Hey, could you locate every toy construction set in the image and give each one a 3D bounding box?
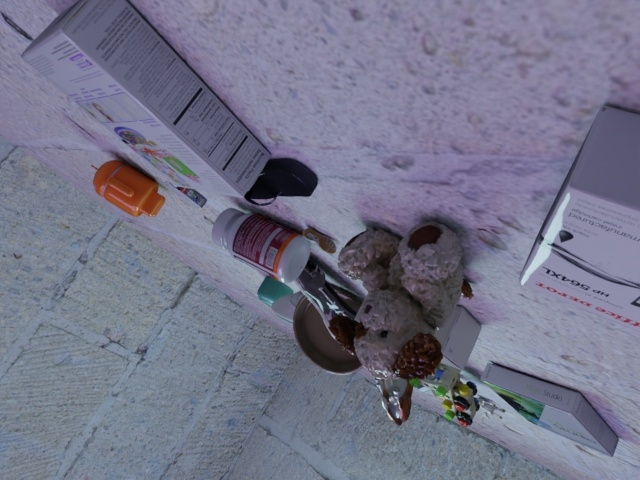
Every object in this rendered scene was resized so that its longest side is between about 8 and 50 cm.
[{"bbox_3d":[0.388,0.464,1.458,0.214,0.151,0.328,18,159,38],"label":"toy construction set"}]

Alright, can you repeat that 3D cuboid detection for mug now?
[{"bbox_3d":[-0.185,0.219,1.849,0.129,0.098,0.158,27,163,13],"label":"mug"}]

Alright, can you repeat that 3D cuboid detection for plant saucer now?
[{"bbox_3d":[0.043,0.271,1.405,0.277,0.278,0.041,24,-158,22],"label":"plant saucer"}]

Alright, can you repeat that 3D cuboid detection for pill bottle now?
[{"bbox_3d":[-0.144,0.006,1.103,0.221,0.121,0.121,25,163,22],"label":"pill bottle"}]

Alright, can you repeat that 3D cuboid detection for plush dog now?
[{"bbox_3d":[0.132,0.113,0.740,0.210,0.226,0.262,38,162,-23],"label":"plush dog"}]

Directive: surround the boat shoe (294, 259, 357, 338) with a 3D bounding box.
[{"bbox_3d":[0.007,0.130,1.257,0.335,0.095,0.112,58,-176,-28],"label":"boat shoe"}]

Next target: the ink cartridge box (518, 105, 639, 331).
[{"bbox_3d":[0.275,-0.001,0.401,0.148,0.086,0.203,24,162,23],"label":"ink cartridge box"}]

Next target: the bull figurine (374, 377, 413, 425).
[{"bbox_3d":[0.246,0.433,1.509,0.101,0.311,0.189,-15,130,18],"label":"bull figurine"}]

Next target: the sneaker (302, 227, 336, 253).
[{"bbox_3d":[0.000,0.000,1.006,0.083,0.032,0.037,35,178,3],"label":"sneaker"}]

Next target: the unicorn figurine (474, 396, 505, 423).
[{"bbox_3d":[0.621,0.626,1.715,0.162,0.060,0.111,55,157,-19],"label":"unicorn figurine"}]

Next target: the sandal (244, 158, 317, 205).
[{"bbox_3d":[-0.104,-0.101,0.833,0.097,0.055,0.254,39,162,-26],"label":"sandal"}]

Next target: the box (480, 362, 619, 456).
[{"bbox_3d":[0.587,0.432,1.182,0.322,0.059,0.232,42,160,-32],"label":"box"}]

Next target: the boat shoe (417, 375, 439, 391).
[{"bbox_3d":[0.435,0.554,1.764,0.075,0.083,0.226,31,163,3],"label":"boat shoe"}]

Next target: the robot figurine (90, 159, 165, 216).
[{"bbox_3d":[-0.582,-0.156,1.392,0.219,0.158,0.128,33,124,-9],"label":"robot figurine"}]

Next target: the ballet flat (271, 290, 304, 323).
[{"bbox_3d":[0.017,0.227,1.497,0.399,0.139,0.139,18,160,27],"label":"ballet flat"}]

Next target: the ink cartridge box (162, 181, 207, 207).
[{"bbox_3d":[-0.371,-0.133,1.262,0.115,0.029,0.062,41,162,-28],"label":"ink cartridge box"}]

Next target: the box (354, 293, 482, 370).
[{"bbox_3d":[0.209,0.190,1.042,0.094,0.113,0.275,40,163,-32],"label":"box"}]

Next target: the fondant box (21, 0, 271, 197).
[{"bbox_3d":[-0.270,-0.211,0.736,0.238,0.096,0.330,14,156,46],"label":"fondant box"}]
